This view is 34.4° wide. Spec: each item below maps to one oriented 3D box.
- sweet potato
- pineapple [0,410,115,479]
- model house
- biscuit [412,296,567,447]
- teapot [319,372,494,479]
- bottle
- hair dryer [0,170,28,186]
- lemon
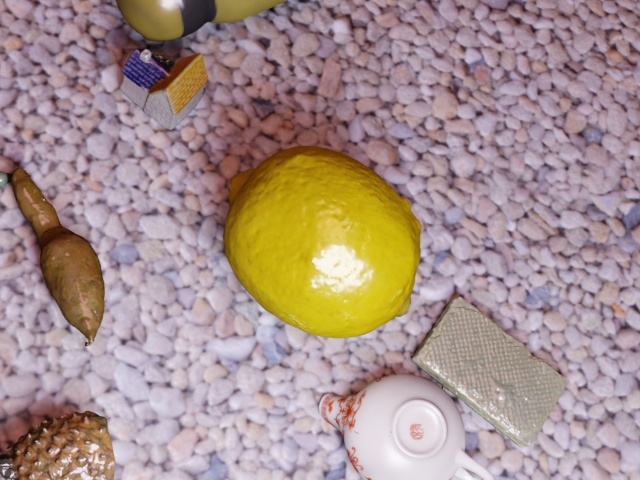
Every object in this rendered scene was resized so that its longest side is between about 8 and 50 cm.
[{"bbox_3d":[-0.326,0.019,1.319,0.075,0.074,0.269,-22,67,-22],"label":"sweet potato"},{"bbox_3d":[-0.364,0.272,1.189,0.251,0.125,0.125,-10,73,-13],"label":"pineapple"},{"bbox_3d":[-0.213,-0.227,1.423,0.101,0.100,0.087,37,65,1],"label":"model house"},{"bbox_3d":[0.235,0.180,1.426,0.199,0.040,0.121,38,67,0],"label":"biscuit"},{"bbox_3d":[0.121,0.258,1.339,0.246,0.116,0.159,37,54,-6],"label":"teapot"},{"bbox_3d":[-0.130,-0.400,1.478,0.351,0.171,0.171,-28,79,-21],"label":"bottle"},{"bbox_3d":[-0.453,-0.074,1.339,0.150,0.047,0.071,-9,74,-29],"label":"hair dryer"},{"bbox_3d":[0.000,0.000,1.329,0.288,0.233,0.233,38,65,10],"label":"lemon"}]
